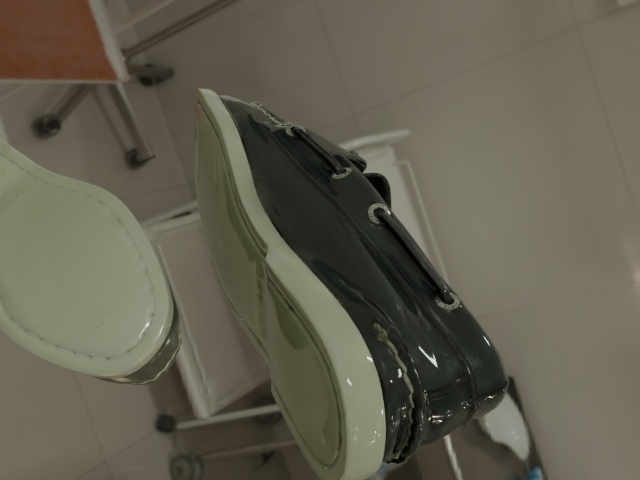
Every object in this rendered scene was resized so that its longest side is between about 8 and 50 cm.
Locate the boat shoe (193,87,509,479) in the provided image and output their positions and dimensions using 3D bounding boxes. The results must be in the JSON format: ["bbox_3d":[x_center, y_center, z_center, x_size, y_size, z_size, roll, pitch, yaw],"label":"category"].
[{"bbox_3d":[0.000,-0.003,0.491,0.340,0.113,0.127,-127,-147,-55],"label":"boat shoe"}]

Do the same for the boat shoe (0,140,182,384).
[{"bbox_3d":[-0.189,0.015,0.568,0.109,0.305,0.091,-47,141,-16],"label":"boat shoe"}]
